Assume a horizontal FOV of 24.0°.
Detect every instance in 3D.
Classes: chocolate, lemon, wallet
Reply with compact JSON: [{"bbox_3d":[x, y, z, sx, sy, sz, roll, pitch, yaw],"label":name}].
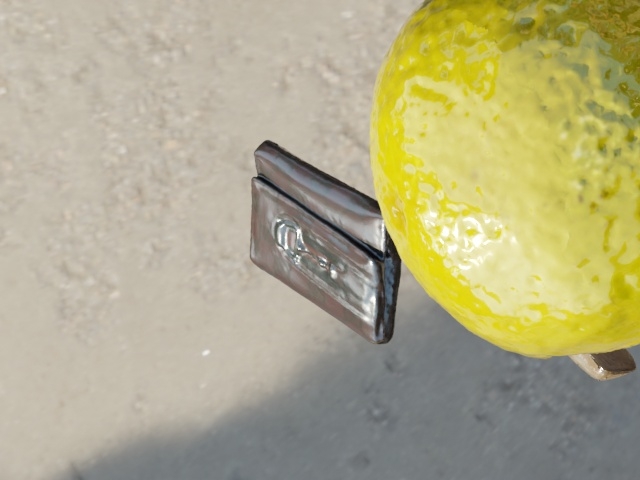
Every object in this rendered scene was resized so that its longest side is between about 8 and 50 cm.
[{"bbox_3d":[0.251,0.098,1.418,0.100,0.065,0.031,50,129,31],"label":"chocolate"},{"bbox_3d":[0.140,-0.058,0.874,0.228,0.228,0.253,-29,80,26],"label":"lemon"},{"bbox_3d":[0.000,0.000,1.713,0.229,0.049,0.182,32,133,38],"label":"wallet"}]
